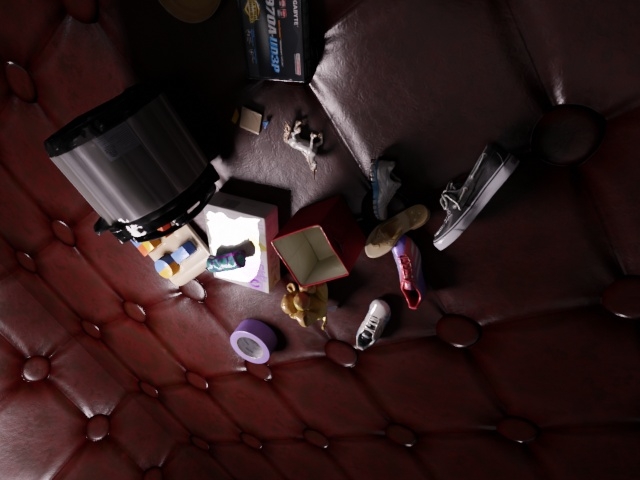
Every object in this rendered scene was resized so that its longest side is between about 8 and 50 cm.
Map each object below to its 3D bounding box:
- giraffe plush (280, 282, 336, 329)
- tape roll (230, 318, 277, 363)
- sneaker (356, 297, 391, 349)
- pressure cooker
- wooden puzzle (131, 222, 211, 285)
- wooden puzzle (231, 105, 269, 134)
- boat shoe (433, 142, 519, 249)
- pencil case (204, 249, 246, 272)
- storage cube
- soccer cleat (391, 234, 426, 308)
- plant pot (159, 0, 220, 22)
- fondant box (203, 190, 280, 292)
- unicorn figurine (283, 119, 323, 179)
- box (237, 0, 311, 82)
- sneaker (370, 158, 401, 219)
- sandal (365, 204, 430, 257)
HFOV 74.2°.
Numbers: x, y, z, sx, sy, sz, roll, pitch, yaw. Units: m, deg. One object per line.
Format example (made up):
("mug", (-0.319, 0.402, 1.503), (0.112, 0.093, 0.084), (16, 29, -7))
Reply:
("giraffe plush", (-0.066, 0.224, 1.538), (0.170, 0.182, 0.210), (3, 159, 36))
("tape roll", (-0.286, 0.434, 1.821), (0.188, 0.080, 0.189), (12, 127, 17))
("sneaker", (0.186, 0.300, 1.495), (0.085, 0.086, 0.237), (24, 128, 11))
("pressure cooker", (-0.534, -0.207, 1.271), (0.369, 0.376, 0.420), (-15, 124, 23))
("wooden puzzle", (-0.613, 0.021, 1.688), (0.322, 0.080, 0.348), (-30, 106, 38))
("wooden puzzle", (-0.209, -0.361, 1.269), (0.116, 0.014, 0.079), (30, 135, 4))
("boat shoe", (0.371, -0.110, 1.100), (0.105, 0.113, 0.306), (36, 128, 8))
("pencil case", (-0.330, 0.073, 1.474), (0.151, 0.065, 0.070), (-11, 133, 32))
("storage cube", (0.000, 0.000, 1.303), (0.214, 0.193, 0.184), (-18, 113, 35))
("soccer cleat", (0.271, 0.095, 1.301), (0.083, 0.095, 0.248), (-6, 120, 29))
("plant pot", (-0.343, -0.692, 1.088), (0.236, 0.032, 0.236), (13, 127, 18))
("fondant box", (-0.273, 0.010, 1.507), (0.238, 0.096, 0.331), (14, 129, 17))
("unicorn figurine", (-0.040, -0.273, 1.226), (0.162, 0.060, 0.111), (41, 133, 16))
("box", (-0.115, -0.527, 1.080), (0.175, 0.051, 0.220), (12, 126, 18))
("sneaker", (0.188, -0.140, 1.197), (0.082, 0.071, 0.191), (0, 125, 15))
("sandal", (0.201, -0.032, 1.230), (0.240, 0.079, 0.088), (-36, 65, 30))
